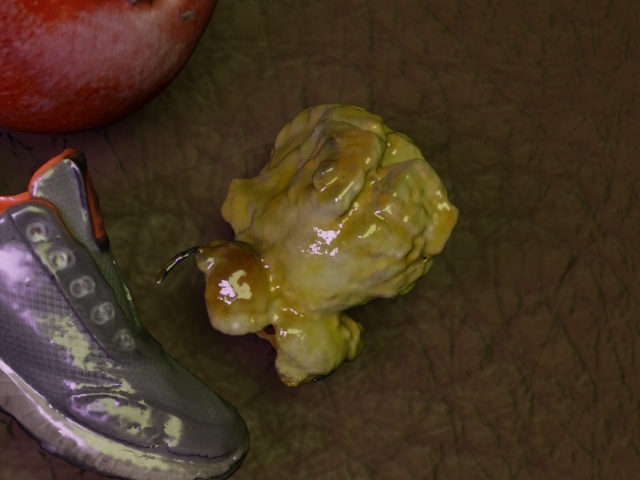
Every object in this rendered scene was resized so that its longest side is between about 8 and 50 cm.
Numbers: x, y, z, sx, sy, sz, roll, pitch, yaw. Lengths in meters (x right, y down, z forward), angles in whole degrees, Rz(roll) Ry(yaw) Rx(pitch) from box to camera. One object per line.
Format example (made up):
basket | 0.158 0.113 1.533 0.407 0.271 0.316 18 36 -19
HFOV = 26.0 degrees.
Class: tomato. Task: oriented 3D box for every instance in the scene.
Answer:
tomato | -0.200 -0.210 0.962 0.270 0.227 0.270 -2 93 -43

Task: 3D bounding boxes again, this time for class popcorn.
popcorn | -0.005 -0.007 1.011 0.195 0.173 0.168 -46 50 4

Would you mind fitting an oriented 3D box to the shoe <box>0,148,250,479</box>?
shoe | -0.175 0.025 0.925 0.336 0.132 0.171 29 105 -2
